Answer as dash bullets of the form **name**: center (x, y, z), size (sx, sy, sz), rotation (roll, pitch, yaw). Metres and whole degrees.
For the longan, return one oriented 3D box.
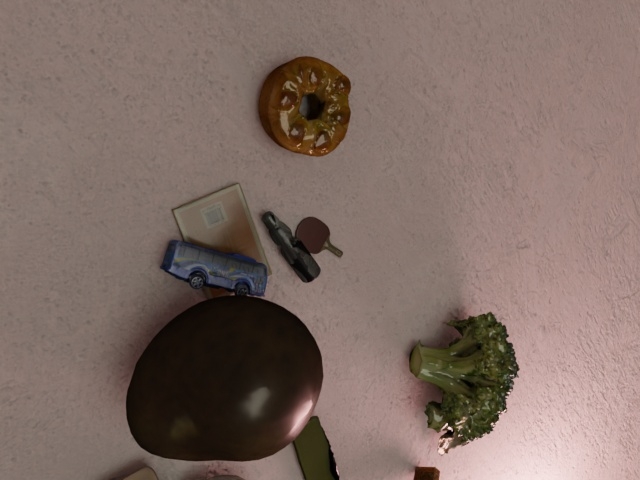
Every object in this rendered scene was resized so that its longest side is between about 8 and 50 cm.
- **longan**: center (-0.191, 0.286, 1.102), size (0.404, 0.404, 0.336), rotation (-24, 105, -26)

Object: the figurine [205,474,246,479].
- **figurine**: center (-0.321, 0.716, 1.252), size (0.274, 0.226, 0.394), rotation (42, 88, 1)

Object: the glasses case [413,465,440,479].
- **glasses case**: center (0.316, 0.813, 1.638), size (0.049, 0.075, 0.218), rotation (46, 46, -29)

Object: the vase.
- **vase**: center (-0.075, 0.013, 1.298), size (0.060, 0.060, 0.211), rotation (-44, 119, -16)

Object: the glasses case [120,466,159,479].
- **glasses case**: center (-0.486, 0.630, 1.123), size (0.336, 0.076, 0.144), rotation (-24, 68, -25)

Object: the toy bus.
- **toy bus**: center (-0.228, 0.066, 1.184), size (0.236, 0.079, 0.094), rotation (17, 90, -32)

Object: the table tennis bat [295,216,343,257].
- **table tennis bat**: center (0.000, 0.000, 1.372), size (0.156, 0.013, 0.087), rotation (34, 80, -30)

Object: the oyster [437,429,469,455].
- **oyster**: center (0.476, 0.573, 1.727), size (0.294, 0.094, 0.166), rotation (-37, 143, -9)

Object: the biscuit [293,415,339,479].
- **biscuit**: center (-0.005, 0.630, 1.483), size (0.099, 0.038, 0.322), rotation (-25, 113, -22)

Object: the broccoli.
- **broccoli**: center (0.437, 0.409, 1.583), size (0.317, 0.277, 0.338), rotation (-13, 99, -9)

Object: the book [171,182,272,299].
- **book**: center (-0.222, 0.007, 1.233), size (0.170, 0.018, 0.241), rotation (-26, 112, -23)

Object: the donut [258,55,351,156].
- **donut**: center (-0.033, -0.307, 1.227), size (0.227, 0.114, 0.226), rotation (-7, 104, -30)
